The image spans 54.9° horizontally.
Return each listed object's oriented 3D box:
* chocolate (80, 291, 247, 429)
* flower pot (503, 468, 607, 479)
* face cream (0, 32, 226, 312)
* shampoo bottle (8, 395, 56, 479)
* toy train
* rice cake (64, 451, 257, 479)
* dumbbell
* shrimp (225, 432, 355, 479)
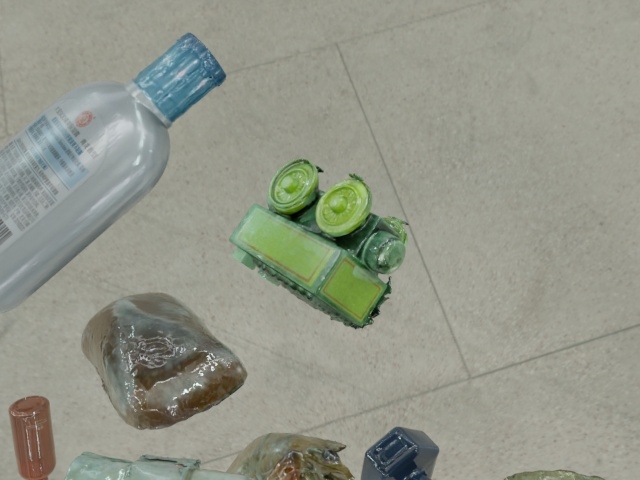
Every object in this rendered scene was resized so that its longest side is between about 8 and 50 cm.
[{"bbox_3d":[-0.218,0.133,0.808,0.157,0.080,0.254,-23,31,-28],"label":"chocolate"},{"bbox_3d":[0.304,0.417,0.791,0.213,0.212,0.202,3,55,6],"label":"flower pot"},{"bbox_3d":[-0.242,-0.084,0.635,0.337,0.080,0.163,-43,62,-5],"label":"face cream"},{"bbox_3d":[-0.623,0.461,1.341,0.086,0.085,0.244,6,108,7],"label":"shampoo bottle"},{"bbox_3d":[0.000,0.000,0.915,0.272,0.159,0.188,29,83,44],"label":"toy train"},{"bbox_3d":[-0.096,0.202,0.291,0.124,0.038,0.211,7,42,4],"label":"rice cake"},{"bbox_3d":[0.215,0.484,1.093,0.144,0.160,0.325,-58,44,10],"label":"dumbbell"},{"bbox_3d":[-0.061,0.343,0.857,0.077,0.317,0.168,44,55,-14],"label":"shrimp"}]
